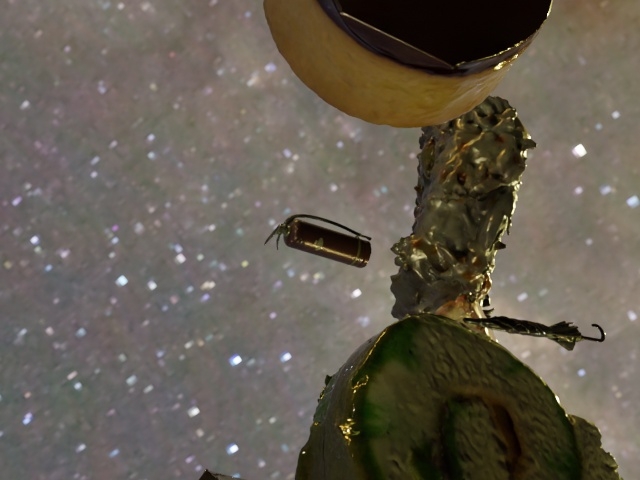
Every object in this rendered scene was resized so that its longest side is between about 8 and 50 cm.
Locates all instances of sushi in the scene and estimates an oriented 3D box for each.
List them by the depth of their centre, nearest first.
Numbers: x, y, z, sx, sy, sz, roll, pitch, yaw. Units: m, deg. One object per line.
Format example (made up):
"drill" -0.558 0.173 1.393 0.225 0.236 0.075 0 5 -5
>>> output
"sushi" 0.208 -0.035 1.945 0.176 0.417 0.417 12 -144 4

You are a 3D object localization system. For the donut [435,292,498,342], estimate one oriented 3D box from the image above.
"donut" 0.219 0.199 1.750 0.199 0.085 0.233 55 -162 -49

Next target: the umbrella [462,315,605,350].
"umbrella" 0.292 0.123 1.673 0.269 0.044 0.044 6 -119 -38

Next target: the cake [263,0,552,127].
"cake" 0.047 -0.163 0.907 0.208 0.178 0.185 -35 -98 -34

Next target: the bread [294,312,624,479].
"bread" 0.162 0.253 1.304 0.382 0.129 0.366 -4 -109 -41

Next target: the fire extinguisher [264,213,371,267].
"fire extinguisher" 0.000 0.000 1.822 0.158 0.064 0.043 17 -164 -29

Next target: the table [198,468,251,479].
"table" -0.075 0.368 1.344 0.169 0.172 0.193 35 179 22
